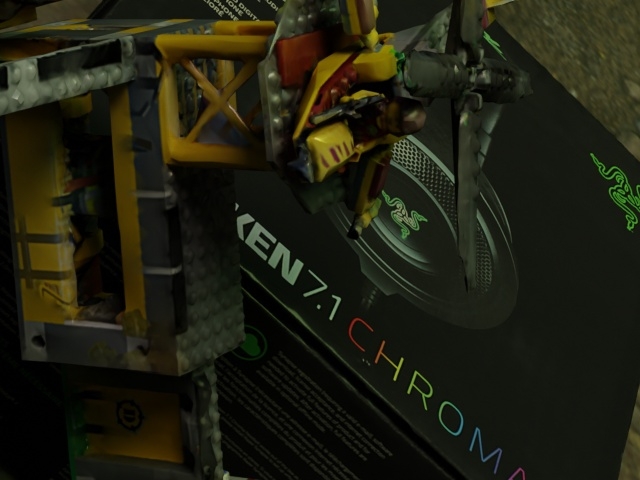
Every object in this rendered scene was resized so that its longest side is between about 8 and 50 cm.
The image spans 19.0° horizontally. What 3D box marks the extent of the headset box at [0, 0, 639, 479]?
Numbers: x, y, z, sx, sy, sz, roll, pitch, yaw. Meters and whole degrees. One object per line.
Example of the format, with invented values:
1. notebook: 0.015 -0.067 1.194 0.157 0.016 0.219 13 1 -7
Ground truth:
1. headset box: 0.000 0.000 0.737 0.246 0.131 0.283 43 33 -10

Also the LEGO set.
1. LEGO set: -0.026 0.074 0.465 0.255 0.192 0.331 -11 103 -60
